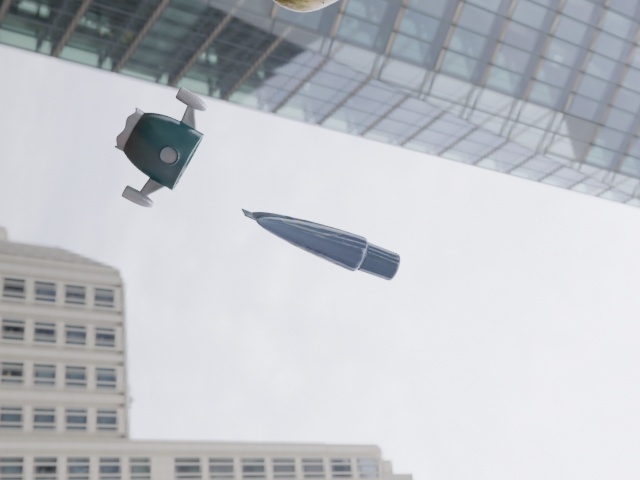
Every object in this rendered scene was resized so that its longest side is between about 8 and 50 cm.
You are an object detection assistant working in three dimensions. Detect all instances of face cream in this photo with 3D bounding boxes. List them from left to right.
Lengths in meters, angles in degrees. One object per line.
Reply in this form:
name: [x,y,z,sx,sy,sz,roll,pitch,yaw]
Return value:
face cream: [0.000,0.000,2.044,0.135,0.385,0.086,-135,-115,-78]

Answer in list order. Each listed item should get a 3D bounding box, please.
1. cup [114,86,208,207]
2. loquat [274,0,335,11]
cup: [-0.389,-0.227,2.090,0.299,0.173,0.167,-60,-172,5]
loquat: [-0.033,-0.731,2.252,0.275,0.275,0.274,-20,-114,53]
